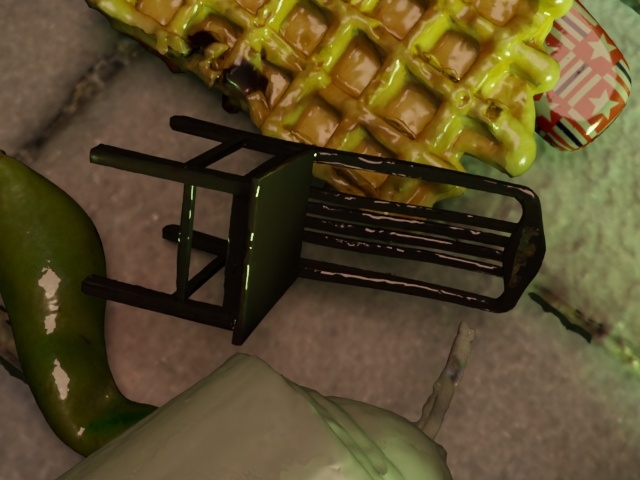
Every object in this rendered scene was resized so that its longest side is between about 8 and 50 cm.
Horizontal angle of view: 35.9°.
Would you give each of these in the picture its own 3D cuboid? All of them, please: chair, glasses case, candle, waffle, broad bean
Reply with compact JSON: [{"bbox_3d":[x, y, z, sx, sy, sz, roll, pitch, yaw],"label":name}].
[{"bbox_3d":[0.000,0.000,0.494,0.212,0.101,0.084,14,112,15],"label":"chair"},{"bbox_3d":[0.110,-0.140,0.613,0.073,0.049,0.194,-44,80,4],"label":"glasses case"},{"bbox_3d":[-0.026,0.147,0.440,0.330,0.187,0.187,-34,78,-17],"label":"candle"},{"bbox_3d":[-0.002,-0.147,0.576,0.283,0.065,0.309,-8,82,7],"label":"waffle"},{"bbox_3d":[-0.141,0.031,0.533,0.070,0.048,0.214,-28,78,-14],"label":"broad bean"}]
